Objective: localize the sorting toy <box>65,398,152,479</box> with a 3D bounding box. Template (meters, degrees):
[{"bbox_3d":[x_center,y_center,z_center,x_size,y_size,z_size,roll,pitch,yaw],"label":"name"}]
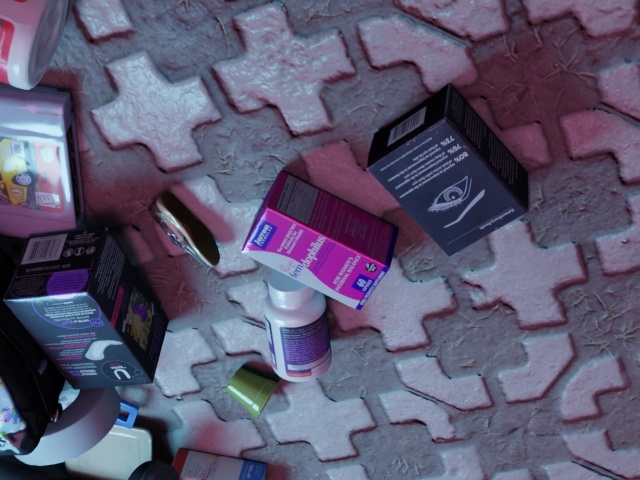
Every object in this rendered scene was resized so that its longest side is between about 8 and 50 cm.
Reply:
[{"bbox_3d":[-0.426,0.422,2.196,0.196,0.047,0.347,13,127,8],"label":"sorting toy"}]

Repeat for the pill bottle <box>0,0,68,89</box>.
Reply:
[{"bbox_3d":[-0.541,-0.351,1.562,0.318,0.176,0.176,20,128,-4],"label":"pill bottle"}]

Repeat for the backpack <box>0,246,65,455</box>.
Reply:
[{"bbox_3d":[-0.596,0.152,1.869,0.273,0.290,0.355,-1,128,7],"label":"backpack"}]

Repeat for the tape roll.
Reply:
[{"bbox_3d":[-0.486,0.314,2.016,0.219,0.219,0.072,-7,125,17],"label":"tape roll"}]

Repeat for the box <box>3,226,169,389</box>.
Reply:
[{"bbox_3d":[-0.397,0.123,1.874,0.165,0.143,0.270,-6,137,16],"label":"box"}]

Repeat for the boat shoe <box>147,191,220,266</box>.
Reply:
[{"bbox_3d":[-0.230,-0.013,1.828,0.049,0.056,0.152,-28,107,33],"label":"boat shoe"}]

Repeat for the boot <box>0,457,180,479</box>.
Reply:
[{"bbox_3d":[-0.505,0.515,2.177,0.445,0.146,0.367,19,128,18],"label":"boot"}]

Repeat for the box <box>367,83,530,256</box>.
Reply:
[{"bbox_3d":[0.195,-0.103,1.635,0.153,0.108,0.207,-31,115,29],"label":"box"}]

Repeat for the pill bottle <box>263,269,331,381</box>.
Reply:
[{"bbox_3d":[-0.041,0.139,1.864,0.108,0.108,0.193,2,127,11],"label":"pill bottle"}]

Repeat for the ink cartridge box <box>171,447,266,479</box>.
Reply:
[{"bbox_3d":[-0.231,0.501,2.190,0.231,0.078,0.134,10,127,5],"label":"ink cartridge box"}]

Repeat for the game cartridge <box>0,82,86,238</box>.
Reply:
[{"bbox_3d":[-0.498,-0.124,1.801,0.196,0.060,0.294,10,127,9],"label":"game cartridge"}]

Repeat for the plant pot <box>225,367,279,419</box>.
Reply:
[{"bbox_3d":[-0.131,0.276,2.012,0.079,0.083,0.083,32,127,4],"label":"plant pot"}]

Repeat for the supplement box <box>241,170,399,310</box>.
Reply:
[{"bbox_3d":[0.000,0.000,1.751,0.220,0.114,0.111,27,128,-6],"label":"supplement box"}]
